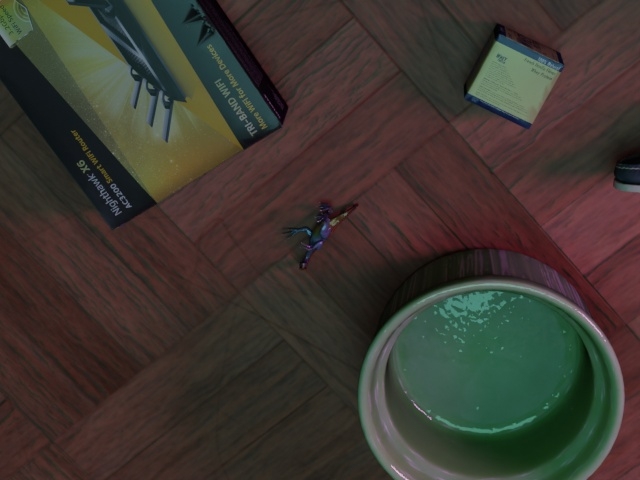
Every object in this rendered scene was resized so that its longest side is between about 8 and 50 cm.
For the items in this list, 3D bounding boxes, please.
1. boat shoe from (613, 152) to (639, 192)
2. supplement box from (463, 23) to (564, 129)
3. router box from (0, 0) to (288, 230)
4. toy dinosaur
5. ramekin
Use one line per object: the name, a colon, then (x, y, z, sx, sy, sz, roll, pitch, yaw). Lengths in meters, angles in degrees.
boat shoe: (0.448, -0.112, 1.542, 0.254, 0.095, 0.079, -12, 112, 7)
supplement box: (0.215, -0.184, 1.551, 0.083, 0.056, 0.083, 25, 112, -5)
router box: (-0.221, -0.202, 1.565, 0.243, 0.081, 0.309, -31, 106, 15)
toy dinosaur: (0.000, 0.000, 1.652, 0.090, 0.047, 0.082, -1, 130, -6)
ramekin: (0.197, 0.157, 1.639, 0.303, 0.148, 0.303, 2, 112, 4)
